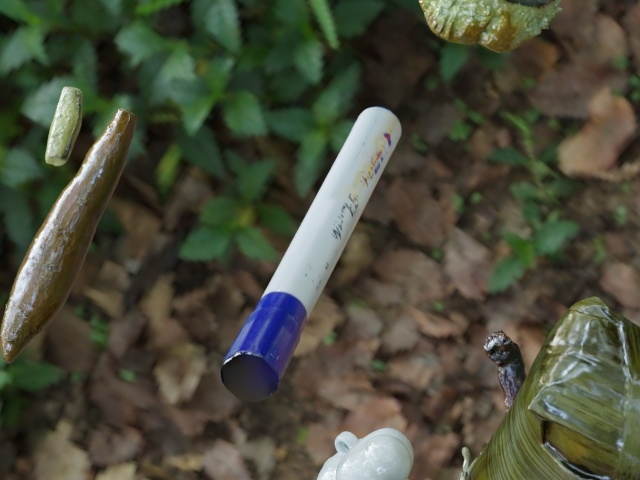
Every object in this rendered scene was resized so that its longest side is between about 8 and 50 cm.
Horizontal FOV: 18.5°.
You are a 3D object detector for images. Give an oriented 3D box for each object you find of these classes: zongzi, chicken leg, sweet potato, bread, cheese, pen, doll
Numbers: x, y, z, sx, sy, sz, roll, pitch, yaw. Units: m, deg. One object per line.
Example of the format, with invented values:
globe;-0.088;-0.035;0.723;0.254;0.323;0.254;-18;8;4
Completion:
zongzi;0.212;0.164;1.191;0.241;0.247;0.111;25;57;1
chicken leg;0.184;0.153;1.569;0.053;0.205;0.093;-11;55;23
sweet potato;-0.242;-0.005;1.867;0.057;0.057;0.264;22;85;36
bread;0.148;-0.226;1.701;0.140;0.128;0.069;-97;27;-45
cheese;-0.261;-0.116;2.020;0.044;0.030;0.083;154;130;-74
pen;0.001;0.000;1.135;0.033;0.033;0.269;-14;27;28
doll;0.062;0.196;1.334;0.162;0.062;0.106;52;139;-4
